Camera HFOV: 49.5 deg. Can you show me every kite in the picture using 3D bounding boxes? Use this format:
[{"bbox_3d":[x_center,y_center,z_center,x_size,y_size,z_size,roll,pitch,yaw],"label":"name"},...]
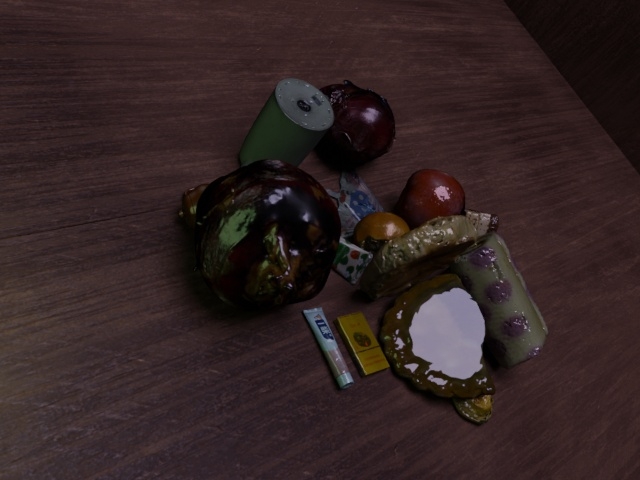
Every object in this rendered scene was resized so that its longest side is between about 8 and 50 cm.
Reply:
[{"bbox_3d":[0.070,-0.116,1.956,0.314,0.011,0.335,24,45,-20],"label":"kite"}]

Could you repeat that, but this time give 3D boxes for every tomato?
[{"bbox_3d":[0.319,-0.097,1.982,0.184,0.208,0.208,19,46,-7],"label":"tomato"}]

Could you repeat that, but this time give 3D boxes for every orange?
[{"bbox_3d":[0.161,-0.001,1.831,0.154,0.154,0.134,20,60,-24],"label":"orange"}]

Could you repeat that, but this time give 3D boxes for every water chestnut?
[{"bbox_3d":[-0.101,0.015,1.469,0.335,0.335,0.347,8,25,-33],"label":"water chestnut"}]

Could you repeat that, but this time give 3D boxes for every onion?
[{"bbox_3d":[0.084,-0.339,2.003,0.281,0.221,0.281,27,16,-8],"label":"onion"}]

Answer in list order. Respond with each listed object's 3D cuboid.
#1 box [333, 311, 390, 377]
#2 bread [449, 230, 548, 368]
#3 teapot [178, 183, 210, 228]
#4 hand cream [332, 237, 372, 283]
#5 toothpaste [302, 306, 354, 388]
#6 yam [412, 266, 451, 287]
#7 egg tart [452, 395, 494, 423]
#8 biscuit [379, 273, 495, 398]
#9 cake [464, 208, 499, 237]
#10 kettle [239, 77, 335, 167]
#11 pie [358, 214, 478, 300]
[{"bbox_3d":[0.099,0.249,1.678,0.087,0.023,0.155,-10,64,-39],"label":"box"},{"bbox_3d":[0.485,0.162,1.901,0.338,0.155,0.187,62,30,-3],"label":"bread"},{"bbox_3d":[-0.275,-0.075,1.599,0.116,0.116,0.173,9,31,-32],"label":"teapot"},{"bbox_3d":[0.000,0.000,1.768,0.276,0.095,0.059,34,0,-8],"label":"hand cream"},{"bbox_3d":[0.020,0.245,1.614,0.056,0.036,0.205,-2,55,-39],"label":"toothpaste"},{"bbox_3d":[0.357,0.109,1.955,0.299,0.066,0.066,-22,72,-45],"label":"yam"},{"bbox_3d":[0.392,0.398,1.762,0.130,0.052,0.130,20,46,-21],"label":"egg tart"},{"bbox_3d":[0.324,0.250,1.750,0.335,0.078,0.329,42,61,9],"label":"biscuit"},{"bbox_3d":[0.466,-0.072,2.089,0.112,0.135,0.246,20,35,1],"label":"cake"},{"bbox_3d":[-0.079,-0.275,1.785,0.165,0.255,0.240,46,44,7],"label":"kettle"},{"bbox_3d":[0.243,0.044,1.731,0.339,0.339,0.083,-12,64,-42],"label":"pie"}]
